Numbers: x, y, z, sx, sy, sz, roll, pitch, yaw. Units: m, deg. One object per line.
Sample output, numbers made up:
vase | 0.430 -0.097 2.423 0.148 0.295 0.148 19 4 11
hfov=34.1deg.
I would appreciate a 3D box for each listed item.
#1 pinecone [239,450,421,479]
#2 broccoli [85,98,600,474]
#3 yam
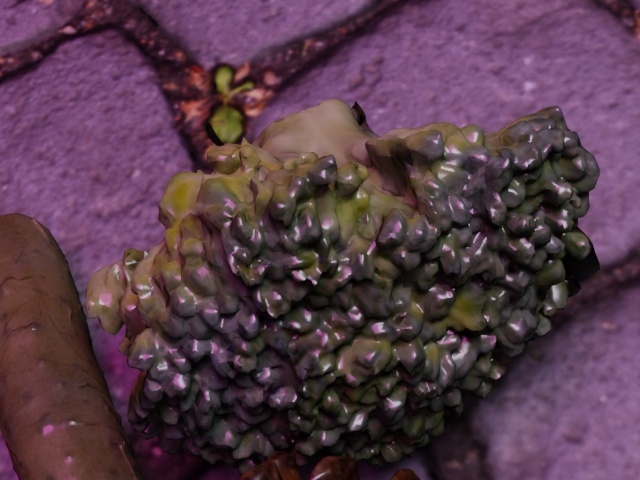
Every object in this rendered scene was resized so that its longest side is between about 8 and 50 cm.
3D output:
pinecone | -0.001 0.196 0.503 0.208 0.207 0.207 -6 58 10
broccoli | 0.000 0.000 0.612 0.288 0.247 0.245 -18 52 -5
yam | -0.154 0.135 0.658 0.083 0.083 0.371 -27 56 -4
